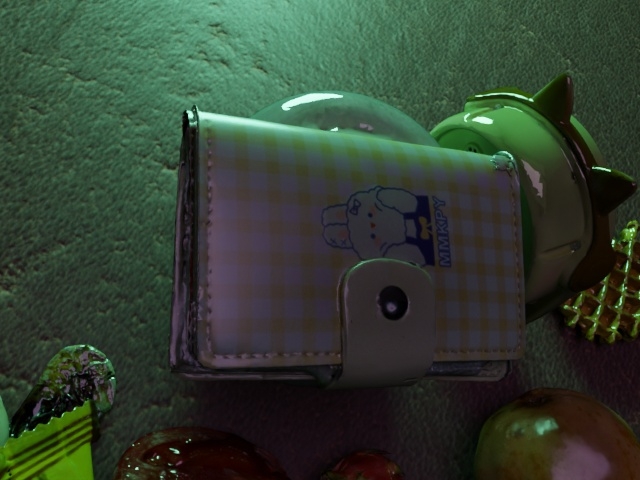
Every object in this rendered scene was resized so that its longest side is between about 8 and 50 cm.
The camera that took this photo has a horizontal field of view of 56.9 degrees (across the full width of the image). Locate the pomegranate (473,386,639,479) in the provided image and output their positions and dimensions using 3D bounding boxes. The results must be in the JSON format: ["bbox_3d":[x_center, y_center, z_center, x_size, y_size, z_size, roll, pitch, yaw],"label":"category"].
[{"bbox_3d":[0.288,0.283,0.717,0.207,0.207,0.207,6,66,-13],"label":"pomegranate"}]

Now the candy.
[{"bbox_3d":[-0.245,0.313,0.519,0.081,0.187,0.296,-6,91,14],"label":"candy"}]

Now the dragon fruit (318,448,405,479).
[{"bbox_3d":[0.049,0.291,0.700,0.116,0.086,0.081,9,60,-22],"label":"dragon fruit"}]

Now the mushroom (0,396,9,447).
[{"bbox_3d":[-0.395,0.216,0.529,0.184,0.255,0.254,48,58,-30],"label":"mushroom"}]

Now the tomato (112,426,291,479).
[{"bbox_3d":[-0.123,0.299,0.600,0.201,0.233,0.139,17,93,-14],"label":"tomato"}]

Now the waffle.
[{"bbox_3d":[0.438,0.050,0.931,0.229,0.051,0.231,-13,72,-20],"label":"waffle"}]

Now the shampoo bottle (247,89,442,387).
[{"bbox_3d":[0.000,0.000,0.685,0.323,0.317,0.322,5,65,-11],"label":"shampoo bottle"}]

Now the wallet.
[{"bbox_3d":[0.037,0.010,0.495,0.310,0.077,0.223,5,72,-22],"label":"wallet"}]

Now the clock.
[{"bbox_3d":[0.225,-0.043,0.746,0.117,0.348,0.286,-17,72,-21],"label":"clock"}]

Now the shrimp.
[{"bbox_3d":[-0.299,0.197,0.677,0.091,0.034,0.161,32,62,-1],"label":"shrimp"}]
